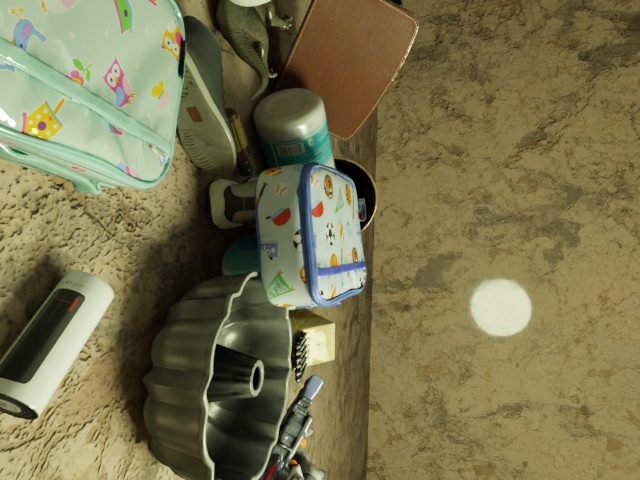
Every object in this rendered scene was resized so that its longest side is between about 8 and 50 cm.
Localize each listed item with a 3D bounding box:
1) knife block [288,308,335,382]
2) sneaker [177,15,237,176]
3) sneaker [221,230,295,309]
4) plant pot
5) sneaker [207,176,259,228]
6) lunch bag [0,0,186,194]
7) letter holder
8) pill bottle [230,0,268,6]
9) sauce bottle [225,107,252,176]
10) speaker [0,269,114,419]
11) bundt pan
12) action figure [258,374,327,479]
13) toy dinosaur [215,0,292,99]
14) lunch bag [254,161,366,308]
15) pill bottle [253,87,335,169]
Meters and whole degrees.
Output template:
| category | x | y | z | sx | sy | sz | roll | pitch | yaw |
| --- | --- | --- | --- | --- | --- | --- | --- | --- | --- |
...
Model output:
| category | x | y | z | sx | sy | sz | roll | pitch | yaw |
| --- | --- | --- | --- | --- | --- | --- | --- | --- | --- |
| knife block | -0.102 | 0.221 | 1.029 | 0.276 | 0.242 | 0.088 | 15 | -74 | 59 |
| sneaker | -0.164 | -0.209 | 0.705 | 0.221 | 0.083 | 0.118 | 75 | 22 | -44 |
| sneaker | -0.088 | 0.080 | 0.963 | 0.319 | 0.127 | 0.208 | -35 | 137 | -57 |
| plant pot | 0.033 | -0.134 | 1.273 | 0.230 | 0.216 | 0.215 | -89 | 176 | -72 |
| sneaker | -0.108 | -0.069 | 0.889 | 0.271 | 0.108 | 0.100 | -33 | 123 | -74 |
| lunch bag | -0.227 | -0.163 | 0.425 | 0.279 | 0.108 | 0.223 | 24 | 68 | -74 |
| letter holder | 0.057 | -0.396 | 1.005 | 0.301 | 0.215 | 0.151 | -56 | -169 | 41 |
| pill bottle | -0.138 | -0.455 | 0.593 | 0.318 | 0.177 | 0.176 | 42 | 51 | -71 |
| sauce bottle | -0.151 | -0.170 | 0.842 | 0.128 | 0.042 | 0.042 | 80 | 19 | -44 |
| speaker | -0.255 | 0.095 | 0.453 | 0.055 | 0.055 | 0.136 | 77 | 21 | -44 |
| bundt pan | -0.152 | 0.203 | 0.722 | 0.331 | 0.124 | 0.330 | 3 | 90 | -75 |
| action figure | -0.040 | 0.449 | 0.946 | 0.341 | 0.179 | 0.330 | -59 | 178 | -8 |
| toy dinosaur | -0.130 | -0.381 | 0.815 | 0.160 | 0.121 | 0.313 | 43 | 54 | -55 |
| lunch bag | 0.000 | 0.000 | 0.815 | 0.303 | 0.115 | 0.242 | 2 | 81 | -69 |
| pill bottle | -0.046 | -0.181 | 1.030 | 0.263 | 0.147 | 0.146 | 77 | 21 | -46 |
